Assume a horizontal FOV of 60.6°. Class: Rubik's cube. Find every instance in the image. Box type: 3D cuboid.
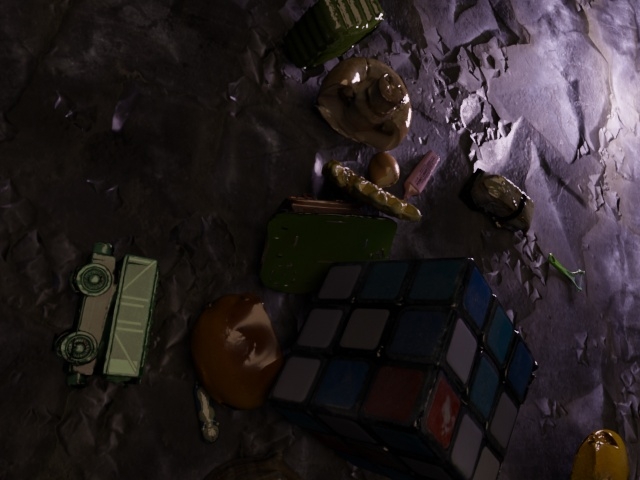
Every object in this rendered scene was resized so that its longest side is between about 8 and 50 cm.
[{"bbox_3d":[0.170,0.264,1.094,0.359,0.363,0.362,49,57,-36],"label":"Rubik's cube"}]

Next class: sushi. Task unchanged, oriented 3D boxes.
[{"bbox_3d":[0.546,-0.100,1.577,0.273,0.109,0.134,41,63,-14],"label":"sushi"}]

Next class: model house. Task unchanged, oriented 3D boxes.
[{"bbox_3d":[-0.001,-0.001,1.266,0.294,0.154,0.207,3,119,-19],"label":"model house"}]

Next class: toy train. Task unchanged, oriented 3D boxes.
[{"bbox_3d":[-0.396,0.139,1.016,0.154,0.115,0.269,15,70,-33],"label":"toy train"}]

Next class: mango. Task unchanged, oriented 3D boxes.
[{"bbox_3d":[-0.172,0.229,1.099,0.166,0.136,0.236,-22,93,-17],"label":"mango"},{"bbox_3d":[0.768,0.636,1.493,0.167,0.130,0.262,39,57,-20],"label":"mango"}]

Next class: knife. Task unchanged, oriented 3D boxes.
[{"bbox_3d":[0.751,0.093,1.685,0.166,0.023,0.078,31,58,-19],"label":"knife"}]

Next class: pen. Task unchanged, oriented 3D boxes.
[{"bbox_3d":[0.269,-0.171,1.494,0.053,0.032,0.197,42,60,-13],"label":"pen"}]

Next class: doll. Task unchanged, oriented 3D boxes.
[{"bbox_3d":[-0.228,0.342,1.095,0.037,0.027,0.125,-10,82,-22],"label":"doll"}]

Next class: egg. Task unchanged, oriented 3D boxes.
[{"bbox_3d":[0.161,-0.185,1.413,0.080,0.080,0.096,-6,62,-29],"label":"egg"}]

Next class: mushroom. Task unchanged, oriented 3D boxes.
[{"bbox_3d":[0.132,-0.368,1.380,0.254,0.195,0.188,30,62,-20],"label":"mushroom"}]

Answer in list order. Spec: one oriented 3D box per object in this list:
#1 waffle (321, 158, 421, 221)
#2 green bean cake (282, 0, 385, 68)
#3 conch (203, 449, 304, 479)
[{"bbox_3d":[0.118,-0.111,1.285,0.250,0.261,0.056,29,94,-14],"label":"waffle"},{"bbox_3d":[0.031,-0.526,1.357,0.200,0.214,0.113,-33,98,-31],"label":"green bean cake"},{"bbox_3d":[-0.105,0.549,1.015,0.352,0.210,0.297,-2,63,-30],"label":"conch"}]
